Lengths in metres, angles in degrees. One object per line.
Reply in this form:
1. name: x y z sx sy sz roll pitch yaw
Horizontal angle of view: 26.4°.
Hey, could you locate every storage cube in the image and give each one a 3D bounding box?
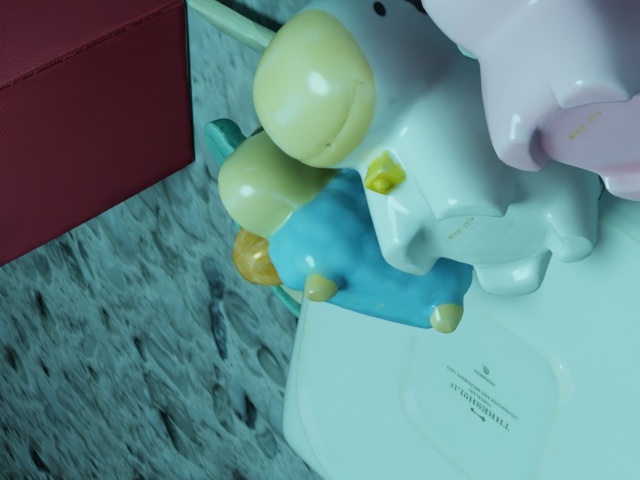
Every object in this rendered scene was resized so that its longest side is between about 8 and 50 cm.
1. storage cube: -0.229 -0.130 1.059 0.183 0.193 0.215 47 154 28

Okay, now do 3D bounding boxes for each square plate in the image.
1. square plate: 0.094 0.070 0.705 0.347 0.049 0.344 38 133 37

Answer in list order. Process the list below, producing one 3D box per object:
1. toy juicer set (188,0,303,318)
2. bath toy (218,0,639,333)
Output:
1. toy juicer set: 0.000 0.000 0.880 0.209 0.089 0.329 12 128 60
2. bath toy: 0.083 -0.084 0.507 0.348 0.151 0.129 -37 40 53
